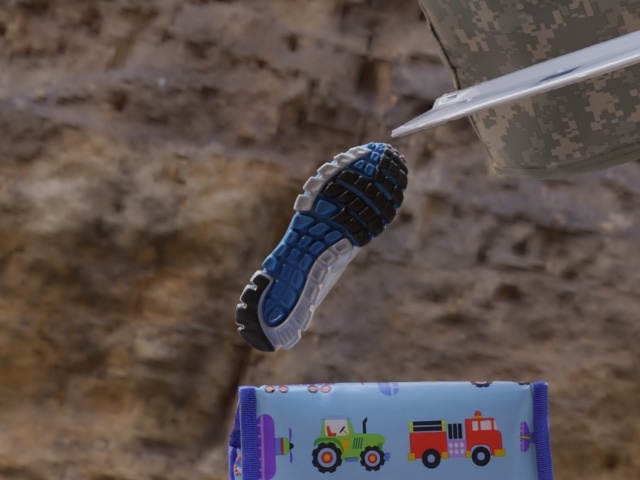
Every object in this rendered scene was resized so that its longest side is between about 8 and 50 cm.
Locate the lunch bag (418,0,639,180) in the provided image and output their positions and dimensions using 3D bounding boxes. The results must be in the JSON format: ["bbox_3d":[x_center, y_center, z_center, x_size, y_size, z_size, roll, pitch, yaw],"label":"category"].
[{"bbox_3d":[0.217,-0.190,1.176,0.287,0.169,0.235,-17,-53,16],"label":"lunch bag"}]

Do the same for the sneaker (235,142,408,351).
[{"bbox_3d":[0.000,0.000,1.253,0.071,0.191,0.083,38,7,1],"label":"sneaker"}]

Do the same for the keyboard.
[{"bbox_3d":[0.161,-0.109,1.030,0.256,0.072,0.014,-15,-74,41],"label":"keyboard"}]

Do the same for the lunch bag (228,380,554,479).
[{"bbox_3d":[0.053,0.255,1.095,0.221,0.293,0.138,0,-24,-7],"label":"lunch bag"}]
